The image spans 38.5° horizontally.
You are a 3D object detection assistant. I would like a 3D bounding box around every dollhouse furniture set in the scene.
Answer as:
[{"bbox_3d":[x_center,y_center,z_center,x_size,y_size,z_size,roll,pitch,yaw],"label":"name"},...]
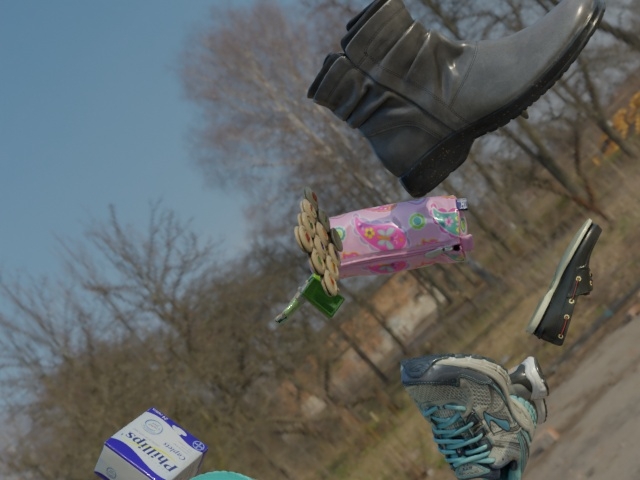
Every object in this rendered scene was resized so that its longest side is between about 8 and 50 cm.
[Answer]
[{"bbox_3d":[-0.013,0.099,1.421,0.076,0.058,0.152,-53,3,-23],"label":"dollhouse furniture set"}]

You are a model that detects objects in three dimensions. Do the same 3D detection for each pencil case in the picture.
[{"bbox_3d":[0.118,0.001,1.590,0.284,0.124,0.124,-9,-6,5],"label":"pencil case"}]

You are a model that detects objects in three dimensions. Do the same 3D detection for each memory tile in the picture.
[{"bbox_3d":[0.000,0.000,1.230,0.012,0.113,0.148,-21,26,16],"label":"memory tile"}]

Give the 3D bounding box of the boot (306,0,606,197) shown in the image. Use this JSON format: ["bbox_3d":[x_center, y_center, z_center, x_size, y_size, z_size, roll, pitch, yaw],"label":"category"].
[{"bbox_3d":[0.152,-0.228,1.107,0.338,0.223,0.118,-43,6,20],"label":"boot"}]

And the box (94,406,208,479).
[{"bbox_3d":[-0.277,0.361,1.511,0.137,0.126,0.072,-34,-28,-59],"label":"box"}]

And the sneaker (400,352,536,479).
[{"bbox_3d":[0.186,0.224,1.101,0.110,0.283,0.122,-11,56,35],"label":"sneaker"}]

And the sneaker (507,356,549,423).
[{"bbox_3d":[0.416,0.323,1.925,0.108,0.100,0.271,-18,-31,5],"label":"sneaker"}]

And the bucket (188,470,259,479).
[{"bbox_3d":[-0.091,0.424,1.111,0.281,0.281,0.183,-44,-44,4],"label":"bucket"}]

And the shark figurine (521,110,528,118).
[{"bbox_3d":[0.199,-0.223,1.443,0.278,0.166,0.116,-37,30,46],"label":"shark figurine"}]

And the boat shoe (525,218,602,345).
[{"bbox_3d":[0.255,0.043,0.932,0.133,0.042,0.049,-64,-10,-2],"label":"boat shoe"}]
